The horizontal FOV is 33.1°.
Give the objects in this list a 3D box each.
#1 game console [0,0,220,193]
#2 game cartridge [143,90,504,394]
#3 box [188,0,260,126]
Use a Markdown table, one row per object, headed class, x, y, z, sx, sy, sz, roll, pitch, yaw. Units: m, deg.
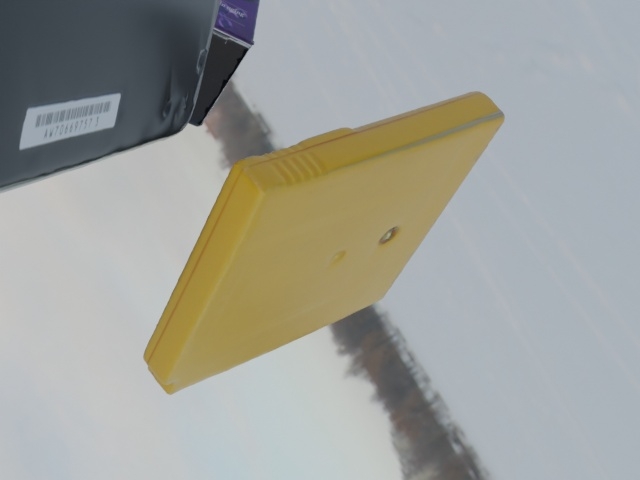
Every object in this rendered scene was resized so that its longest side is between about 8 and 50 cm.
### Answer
| class | x | y | z | sx | sy | sz | roll | pitch | yaw |
| --- | --- | --- | --- | --- | --- | --- | --- | --- | --- |
| game console | -0.098 | -0.191 | 0.447 | 0.060 | 0.342 | 0.386 | 18 | -166 | 8 |
| game cartridge | 0.000 | 0.000 | 1.003 | 0.052 | 0.324 | 0.285 | 50 | 133 | 22 |
| box | -0.136 | -0.224 | 0.917 | 0.153 | 0.108 | 0.207 | 21 | -133 | -20 |
